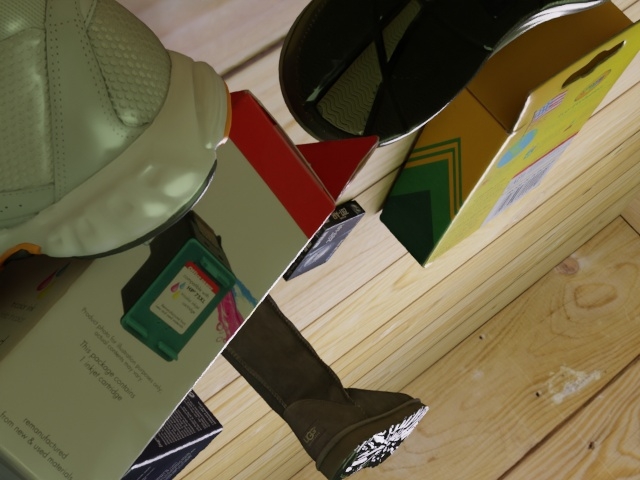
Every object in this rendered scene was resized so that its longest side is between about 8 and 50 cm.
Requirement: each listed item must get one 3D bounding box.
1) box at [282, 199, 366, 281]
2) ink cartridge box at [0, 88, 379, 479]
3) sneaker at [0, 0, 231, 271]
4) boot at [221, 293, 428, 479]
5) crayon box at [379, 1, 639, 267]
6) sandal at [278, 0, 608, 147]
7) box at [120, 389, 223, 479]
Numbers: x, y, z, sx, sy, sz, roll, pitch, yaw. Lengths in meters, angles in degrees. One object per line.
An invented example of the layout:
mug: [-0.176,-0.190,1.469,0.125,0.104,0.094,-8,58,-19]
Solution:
box: [0.000,0.000,0.972,0.067,0.018,0.083,-24,158,-48]
ink cartridge box: [-0.089,0.006,0.474,0.134,0.078,0.231,0,-135,51]
sneaker: [-0.169,-0.024,0.382,0.262,0.099,0.121,-30,131,18]
boot: [-0.017,0.105,0.858,0.076,0.208,0.190,-54,157,11]
crayon box: [0.190,-0.118,0.979,0.202,0.081,0.318,-33,164,-26]
sandal: [0.092,-0.164,0.598,0.303,0.120,0.086,-34,-168,-16]
box: [-0.201,0.203,0.916,0.156,0.093,0.158,-46,165,20]
